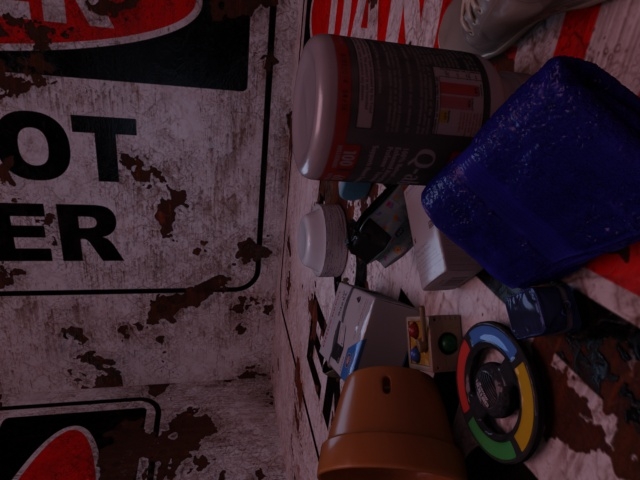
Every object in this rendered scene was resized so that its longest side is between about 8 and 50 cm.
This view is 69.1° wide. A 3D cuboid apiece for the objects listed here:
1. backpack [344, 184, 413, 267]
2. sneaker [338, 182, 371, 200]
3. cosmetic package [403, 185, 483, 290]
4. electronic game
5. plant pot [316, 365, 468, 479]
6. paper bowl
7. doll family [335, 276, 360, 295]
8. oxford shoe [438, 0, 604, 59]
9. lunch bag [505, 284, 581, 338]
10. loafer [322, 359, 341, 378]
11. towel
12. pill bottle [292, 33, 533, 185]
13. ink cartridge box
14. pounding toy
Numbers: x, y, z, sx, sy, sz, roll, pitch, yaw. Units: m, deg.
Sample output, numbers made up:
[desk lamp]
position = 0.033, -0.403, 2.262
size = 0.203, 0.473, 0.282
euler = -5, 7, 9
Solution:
[backpack]
position = 0.166, -0.039, 1.087
size = 0.188, 0.144, 0.166
euler = -55, -4, -24
[sneaker]
position = 0.105, -0.293, 1.415
size = 0.319, 0.127, 0.208
euler = 111, 154, -54
[cosmetic package]
position = 0.241, -0.027, 0.937
size = 0.117, 0.085, 0.231
euler = 118, 149, -61
[electronic game]
position = 0.294, 0.252, 0.785
size = 0.229, 0.048, 0.230
euler = 180, 90, -76
[plant pot]
position = 0.145, 0.392, 0.957
size = 0.291, 0.290, 0.204
euler = 108, 171, -52
[paper bowl]
position = 0.000, 0.000, 1.795
size = 0.284, 0.148, 0.285
euler = -179, 90, -75
[doll family]
position = 0.103, 0.217, 1.520
size = 0.111, 0.075, 0.193
euler = 117, 148, -51
[oxford shoe]
position = 0.278, -0.385, 0.705
size = 0.449, 0.129, 0.169
euler = -142, 52, -74
[lunch bag]
position = 0.317, 0.100, 0.655
size = 0.098, 0.065, 0.067
euler = 113, 151, -71
[loafer]
position = 0.060, 0.420, 1.652
size = 0.251, 0.087, 0.094
euler = 104, 161, -43
[towel]
position = 0.269, -0.049, 0.569
size = 0.076, 0.227, 0.308
euler = -51, -3, -27
[pill bottle]
position = 0.149, -0.191, 0.727
size = 0.210, 0.362, 0.210
euler = -179, 90, -76
[ink cartridge box]
position = 0.116, 0.248, 1.240
size = 0.307, 0.128, 0.223
euler = -171, 98, -77
[pounding toy]
position = 0.225, 0.200, 0.954
size = 0.141, 0.100, 0.130
euler = 144, 125, -73
